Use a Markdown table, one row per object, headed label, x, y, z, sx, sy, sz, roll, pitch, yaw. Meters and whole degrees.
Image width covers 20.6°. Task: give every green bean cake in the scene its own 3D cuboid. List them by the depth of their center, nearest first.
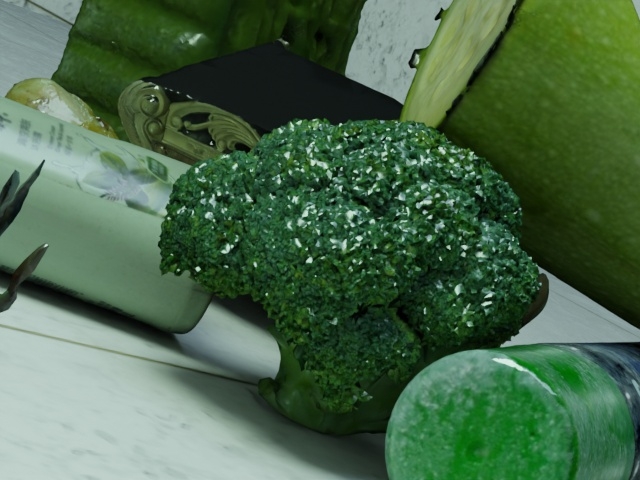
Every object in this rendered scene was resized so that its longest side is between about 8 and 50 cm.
| label | x | y | z | sx | sy | sz | roll | pitch | yaw |
| --- | --- | --- | --- | --- | --- | --- | --- | --- | --- |
| green bean cake | -0.084 | -0.146 | 1.412 | 0.156 | 0.249 | 0.247 | 25 | 6 | 22 |

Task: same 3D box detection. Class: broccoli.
| label | x | y | z | sx | sy | sz | roll | pitch | yaw |
| --- | --- | --- | --- | --- | --- | --- | --- | --- | --- |
| broccoli | 0.014 | 0.010 | 0.854 | 0.195 | 0.156 | 0.195 | 13 | 33 | -9 |

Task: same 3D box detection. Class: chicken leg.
| label | x | y | z | sx | sy | sz | roll | pitch | yaw |
| --- | --- | --- | --- | --- | --- | --- | --- | --- | --- |
| chicken leg | -0.153 | -0.050 | 1.255 | 0.178 | 0.070 | 0.093 | 32 | 2 | 13 |

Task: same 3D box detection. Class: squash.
| label | x | y | z | sx | sy | sz | roll | pitch | yaw |
| --- | --- | --- | --- | --- | --- | --- | --- | --- | --- |
| squash | 0.184 | -0.055 | 0.968 | 0.261 | 0.189 | 0.189 | 30 | 5 | -9 |

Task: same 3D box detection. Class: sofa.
| label | x | y | z | sx | sy | sz | roll | pitch | yaw |
| --- | --- | --- | --- | --- | --- | --- | --- | --- | --- |
| sofa | 0.000 | 0.000 | 1.115 | 0.258 | 0.182 | 0.200 | 25 | 25 | 21 |

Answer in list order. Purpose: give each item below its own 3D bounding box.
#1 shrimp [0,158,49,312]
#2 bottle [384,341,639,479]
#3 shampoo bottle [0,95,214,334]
| label | x | y | z | sx | sy | sz | roll | pitch | yaw |
| --- | --- | --- | --- | --- | --- | --- | --- | --- | --- |
| shrimp | -0.185 | -0.014 | 0.477 | 0.172 | 0.137 | 0.372 | 30 | -8 | -41 |
| bottle | 0.128 | 0.097 | 0.879 | 0.093 | 0.093 | 0.330 | 26 | 7 | 22 |
| shampoo bottle | -0.166 | -0.030 | 0.918 | 0.234 | 0.087 | 0.118 | 21 | 16 | -17 |
